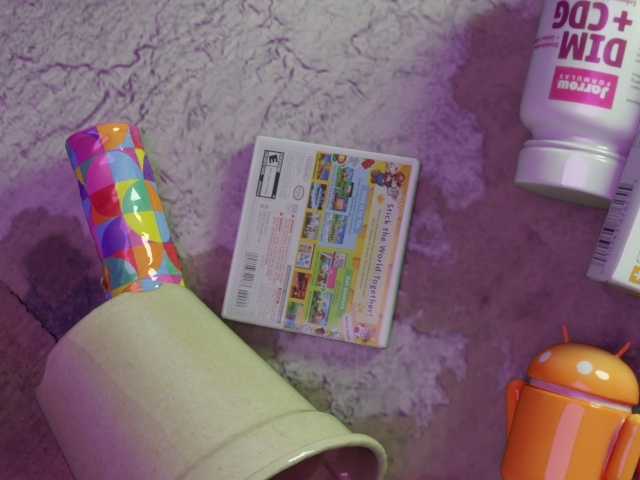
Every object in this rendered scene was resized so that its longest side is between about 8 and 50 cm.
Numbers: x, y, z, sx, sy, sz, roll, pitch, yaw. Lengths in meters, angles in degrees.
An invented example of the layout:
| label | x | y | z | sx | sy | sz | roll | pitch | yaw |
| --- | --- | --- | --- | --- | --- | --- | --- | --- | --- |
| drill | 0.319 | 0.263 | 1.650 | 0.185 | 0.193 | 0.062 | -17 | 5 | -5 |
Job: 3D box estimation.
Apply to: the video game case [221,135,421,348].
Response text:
| label | x | y | z | sx | sy | sz | roll | pitch | yaw |
| --- | --- | --- | --- | --- | --- | --- | --- | --- | --- |
| video game case | 0.000 | 0.000 | 1.703 | 0.206 | 0.026 | 0.227 | 10 | 85 | 17 |

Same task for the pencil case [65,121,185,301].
| label | x | y | z | sx | sy | sz | roll | pitch | yaw |
| --- | --- | --- | --- | --- | --- | --- | --- | --- | --- |
| pencil case | -0.241 | -0.025 | 1.740 | 0.104 | 0.104 | 0.236 | -18 | 78 | 14 |

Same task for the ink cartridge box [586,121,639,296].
| label | x | y | z | sx | sy | sz | roll | pitch | yaw |
| --- | --- | --- | --- | --- | --- | --- | --- | --- | --- |
| ink cartridge box | 0.467 | -0.055 | 1.512 | 0.307 | 0.072 | 0.304 | 20 | 89 | -21 |

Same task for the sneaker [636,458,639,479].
| label | x | y | z | sx | sy | sz | roll | pitch | yaw |
| --- | --- | --- | --- | --- | --- | --- | --- | --- | --- |
| sneaker | 0.355 | 0.284 | 1.546 | 0.221 | 0.087 | 0.128 | -41 | 65 | -5 |

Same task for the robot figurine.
| label | x | y | z | sx | sy | sz | roll | pitch | yaw |
| --- | --- | --- | --- | --- | --- | --- | --- | --- | --- |
| robot figurine | 0.268 | 0.205 | 1.547 | 0.128 | 0.158 | 0.219 | 16 | 89 | -4 |

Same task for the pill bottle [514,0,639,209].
| label | x | y | z | sx | sy | sz | roll | pitch | yaw |
| --- | --- | --- | --- | --- | --- | --- | --- | --- | --- |
| pill bottle | 0.308 | -0.184 | 1.563 | 0.160 | 0.160 | 0.283 | 12 | 87 | 17 |

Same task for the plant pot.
| label | x | y | z | sx | sy | sz | roll | pitch | yaw |
| --- | --- | --- | --- | --- | --- | --- | --- | --- | --- |
| plant pot | -0.150 | 0.227 | 1.591 | 0.334 | 0.334 | 0.305 | -45 | 62 | 7 |
